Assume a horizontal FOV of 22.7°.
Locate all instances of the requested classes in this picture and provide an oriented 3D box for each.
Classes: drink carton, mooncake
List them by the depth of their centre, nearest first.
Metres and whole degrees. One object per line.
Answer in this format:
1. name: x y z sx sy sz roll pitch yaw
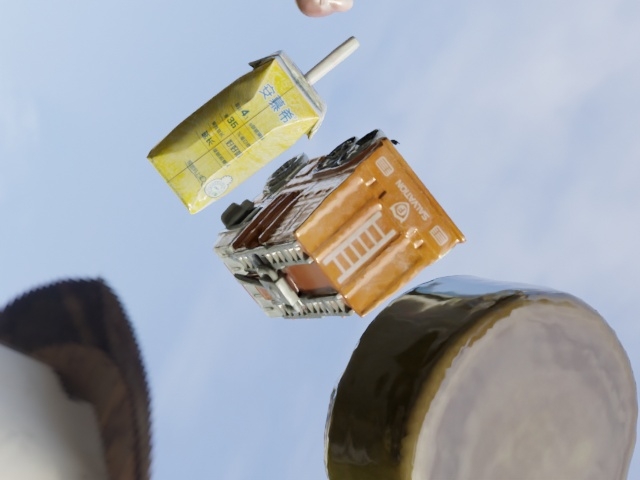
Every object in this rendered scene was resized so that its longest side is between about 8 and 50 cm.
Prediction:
1. drink carton: -0.049 -0.109 1.372 0.200 0.084 0.074 -37 -175 14
2. mooncake: 0.136 0.172 1.395 0.155 0.284 0.284 11 -105 51

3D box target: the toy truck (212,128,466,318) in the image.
1. toy truck: 0.000 0.000 1.980 0.207 0.173 0.387 -42 -169 -18

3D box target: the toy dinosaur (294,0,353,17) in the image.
1. toy dinosaur: -0.046 -0.383 2.049 0.152 0.194 0.177 -126 -135 -79
